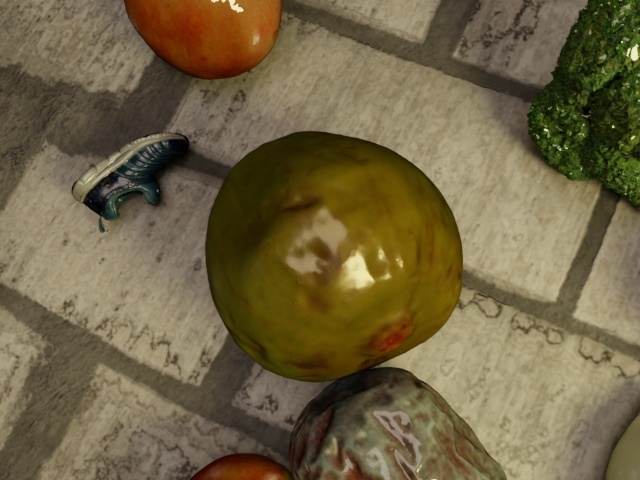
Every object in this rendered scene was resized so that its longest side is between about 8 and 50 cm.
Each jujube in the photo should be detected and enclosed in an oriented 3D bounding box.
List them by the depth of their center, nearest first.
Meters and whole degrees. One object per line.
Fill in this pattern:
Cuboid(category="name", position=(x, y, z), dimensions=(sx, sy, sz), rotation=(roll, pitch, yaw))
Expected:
Cuboid(category="jujube", position=(0.110, 0.313, 0.703), dimensions=(0.226, 0.226, 0.317), rotation=(-37, 87, -4))

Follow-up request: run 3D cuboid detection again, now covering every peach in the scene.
Cuboid(category="peach", position=(-0.108, 0.378, 0.727), dimensions=(0.190, 0.190, 0.192), rotation=(44, 62, 15))

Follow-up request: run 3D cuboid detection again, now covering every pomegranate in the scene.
Cuboid(category="pomegranate", position=(-0.180, -0.394, 0.897), dimensions=(0.252, 0.270, 0.228), rotation=(21, 70, 4))

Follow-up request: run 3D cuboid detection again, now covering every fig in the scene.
Cuboid(category="fig", position=(0.004, 0.009, 0.754), dimensions=(0.344, 0.343, 0.342), rotation=(-2, 75, 6))

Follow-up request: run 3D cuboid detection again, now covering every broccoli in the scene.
Cuboid(category="broccoli", position=(0.496, -0.206, 0.767), dimensions=(0.414, 0.321, 0.309), rotation=(-9, 65, 21))

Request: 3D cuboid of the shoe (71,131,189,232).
Cuboid(category="shoe", position=(-0.300, -0.104, 0.936), dimensions=(0.207, 0.091, 0.106), rotation=(-39, 97, -9))

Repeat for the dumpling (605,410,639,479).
Cuboid(category="dumpling", position=(0.463, 0.332, 0.725), dimensions=(0.180, 0.131, 0.252), rotation=(26, 57, -7))
